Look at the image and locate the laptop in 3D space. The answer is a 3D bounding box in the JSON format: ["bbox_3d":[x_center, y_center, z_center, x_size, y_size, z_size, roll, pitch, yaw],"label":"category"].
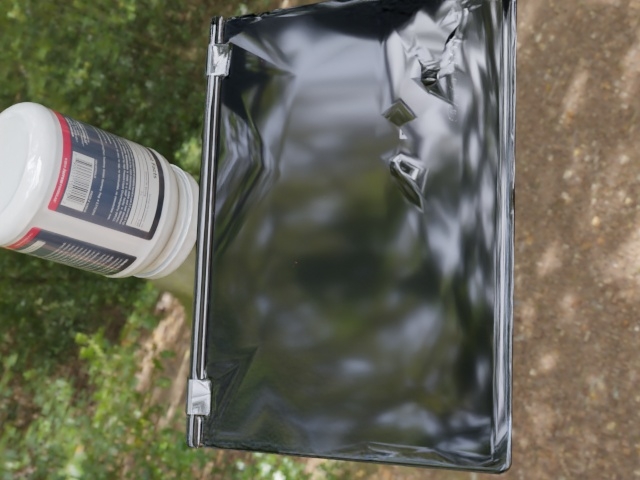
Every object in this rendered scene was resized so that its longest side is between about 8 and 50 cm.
[{"bbox_3d":[0.000,0.000,0.862,0.408,0.237,0.381,137,136,-79],"label":"laptop"}]

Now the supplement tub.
[{"bbox_3d":[-0.316,-0.057,1.244,0.191,0.272,0.191,-16,65,38],"label":"supplement tub"}]
